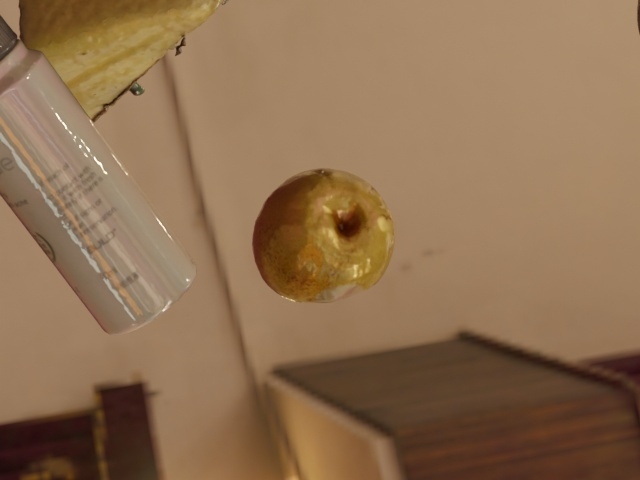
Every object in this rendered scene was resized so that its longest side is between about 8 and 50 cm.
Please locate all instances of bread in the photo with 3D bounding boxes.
[{"bbox_3d":[-0.143,-0.237,1.460,0.135,0.178,0.240,49,32,-63],"label":"bread"}]

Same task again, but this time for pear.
[{"bbox_3d":[0.000,0.000,2.152,0.178,0.178,0.178,171,-90,-77],"label":"pear"}]

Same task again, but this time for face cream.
[{"bbox_3d":[-0.212,-0.072,1.349,0.311,0.092,0.092,56,-4,-21],"label":"face cream"}]

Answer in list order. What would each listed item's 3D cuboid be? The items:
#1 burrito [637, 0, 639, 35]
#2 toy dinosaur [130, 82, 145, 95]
[{"bbox_3d":[0.414,-0.272,2.214,0.044,0.074,0.118,-30,-145,42],"label":"burrito"},{"bbox_3d":[-0.193,-0.295,1.744,0.079,0.120,0.292,-17,123,-82],"label":"toy dinosaur"}]
